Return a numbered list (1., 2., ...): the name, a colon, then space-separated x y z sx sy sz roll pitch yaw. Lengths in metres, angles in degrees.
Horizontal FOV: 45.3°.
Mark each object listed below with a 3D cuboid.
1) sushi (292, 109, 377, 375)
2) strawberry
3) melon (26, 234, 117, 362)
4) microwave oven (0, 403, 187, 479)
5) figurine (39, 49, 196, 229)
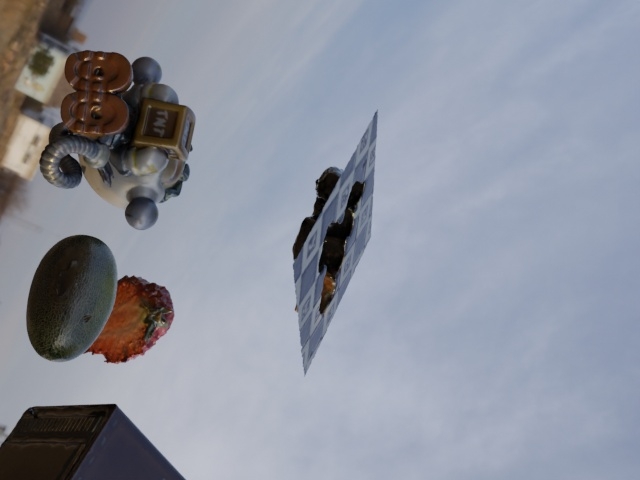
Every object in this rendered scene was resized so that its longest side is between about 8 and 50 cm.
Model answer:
1. sushi: 0.000 0.000 1.220 0.339 0.069 0.320 87 26 -55
2. strawberry: -0.362 0.158 1.491 0.236 0.107 0.175 10 -98 42
3. melon: -0.298 0.069 0.921 0.099 0.099 0.162 -33 -137 50
4. microwave oven: -0.285 0.326 0.836 0.178 0.188 0.247 -7 -141 32
5. figurine: -0.274 -0.155 1.127 0.382 0.186 0.261 121 -15 -79
